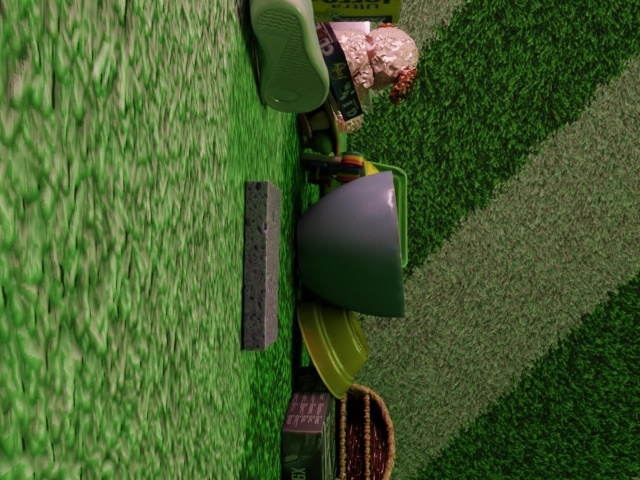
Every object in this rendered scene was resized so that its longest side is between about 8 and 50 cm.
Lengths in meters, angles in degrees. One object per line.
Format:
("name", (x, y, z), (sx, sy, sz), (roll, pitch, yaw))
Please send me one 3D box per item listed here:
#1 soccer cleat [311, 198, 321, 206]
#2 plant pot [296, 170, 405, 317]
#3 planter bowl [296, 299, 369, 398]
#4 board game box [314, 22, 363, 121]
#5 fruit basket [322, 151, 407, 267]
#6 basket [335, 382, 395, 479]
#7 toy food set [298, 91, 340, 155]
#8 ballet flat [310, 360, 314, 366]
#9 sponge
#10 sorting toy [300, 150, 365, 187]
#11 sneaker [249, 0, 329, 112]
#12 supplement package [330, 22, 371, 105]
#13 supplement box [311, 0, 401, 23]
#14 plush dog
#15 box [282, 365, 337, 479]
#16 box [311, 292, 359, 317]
("soccer cleat", (0.000, 0.000, 1.677), (0.076, 0.068, 0.196), (53, 41, -78))
("plant pot", (0.057, 0.015, 1.484), (0.290, 0.195, 0.290), (-5, 90, -85))
("planter bowl", (0.039, 0.201, 1.507), (0.217, 0.090, 0.217), (-24, 90, -81))
("board game box", (0.012, -0.337, 1.358), (0.243, 0.042, 0.165), (54, 11, -72))
("fruit basket", (0.121, -0.105, 2.126), (0.392, 0.283, 0.392), (-169, -90, -80))
("basket", (0.092, 0.532, 1.978), (0.223, 0.213, 0.299), (87, 6, -49))
("toy food set", (-0.014, -0.241, 1.511), (0.218, 0.071, 0.128), (84, -16, -70))
("ballet flat", (-0.005, 0.314, 1.767), (0.188, 0.070, 0.070), (-85, 174, -56))
("sponge", (-0.074, 0.032, 0.962), (0.117, 0.031, 0.210), (32, 59, -85))
("sorting toy", (0.028, -0.139, 1.582), (0.274, 0.132, 0.046), (57, 41, -82))
("sneaker", (-0.038, -0.281, 0.976), (0.256, 0.094, 0.151), (83, 6, -67))
("supplement package", (0.060, -0.471, 1.857), (0.134, 0.139, 0.244), (50, 42, -81))
("supplement box", (0.028, -0.523, 1.110), (0.195, 0.194, 0.356), (2, 88, -86))
("plush dog", (0.096, -0.388, 1.601), (0.210, 0.225, 0.262), (79, 2, -61))
("box", (-0.017, 0.411, 1.451), (0.307, 0.077, 0.242), (-66, 156, -78))
("box", (0.036, 0.075, 1.741), (0.232, 0.058, 0.322), (119, -22, -53))
